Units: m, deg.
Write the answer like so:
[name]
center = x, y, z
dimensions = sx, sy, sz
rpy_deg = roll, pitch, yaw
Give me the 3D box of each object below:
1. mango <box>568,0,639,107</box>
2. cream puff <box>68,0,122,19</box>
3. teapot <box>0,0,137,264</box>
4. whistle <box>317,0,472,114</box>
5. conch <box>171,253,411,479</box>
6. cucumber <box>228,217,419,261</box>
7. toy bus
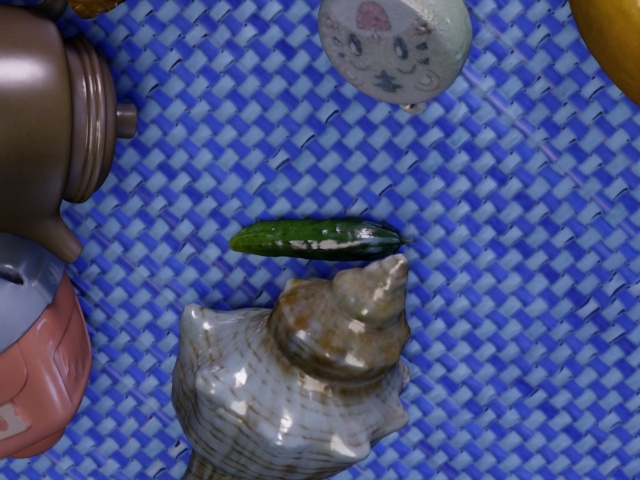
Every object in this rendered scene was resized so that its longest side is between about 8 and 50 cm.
[mango]
center = 0.275, -0.207, 1.318
dimensions = 0.176, 0.119, 0.316
rpy_deg = -25, 97, 20
[cream puff]
center = -0.177, -0.232, 1.378
dimensions = 0.122, 0.116, 0.094
rpy_deg = -35, 99, -6
[teapot]
center = -0.239, -0.112, 1.415
dimensions = 0.175, 0.185, 0.267
rpy_deg = -1, 84, -25
[whistle]
center = 0.048, -0.206, 1.348
dimensions = 0.126, 0.067, 0.258
rpy_deg = 5, 134, 28
[conch]
center = -0.051, 0.137, 1.484
dimensions = 0.386, 0.169, 0.203
rpy_deg = -43, 74, 20
[cucumber]
center = 0.000, 0.000, 1.484
dimensions = 0.168, 0.039, 0.039
rpy_deg = 1, 112, 11
[toy bus]
center = -0.336, 0.106, 1.512
dimensions = 0.288, 0.194, 0.232
rpy_deg = -20, 120, 16
